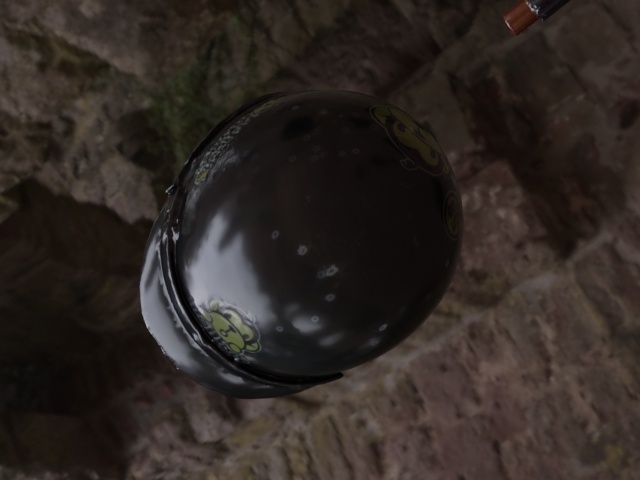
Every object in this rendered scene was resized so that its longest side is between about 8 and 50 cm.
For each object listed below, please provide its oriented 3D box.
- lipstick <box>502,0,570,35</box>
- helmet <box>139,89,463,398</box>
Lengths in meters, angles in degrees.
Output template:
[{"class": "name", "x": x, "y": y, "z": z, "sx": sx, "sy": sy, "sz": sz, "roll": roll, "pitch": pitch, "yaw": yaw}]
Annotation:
[{"class": "lipstick", "x": 0.448, "y": -0.469, "z": 1.847, "sx": 0.081, "sy": 0.299, "sz": 0.081, "roll": 47, "pitch": -160, "yaw": -22}, {"class": "helmet", "x": 0.000, "y": 0.000, "z": 0.822, "sx": 0.230, "sy": 0.279, "sz": 0.160, "roll": 50, "pitch": 161, "yaw": -13}]
